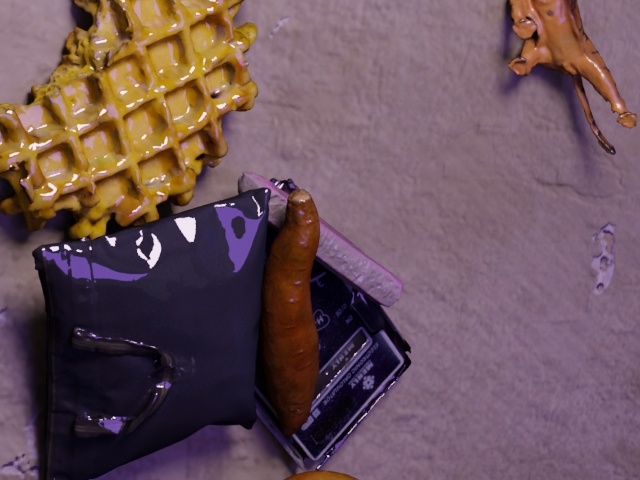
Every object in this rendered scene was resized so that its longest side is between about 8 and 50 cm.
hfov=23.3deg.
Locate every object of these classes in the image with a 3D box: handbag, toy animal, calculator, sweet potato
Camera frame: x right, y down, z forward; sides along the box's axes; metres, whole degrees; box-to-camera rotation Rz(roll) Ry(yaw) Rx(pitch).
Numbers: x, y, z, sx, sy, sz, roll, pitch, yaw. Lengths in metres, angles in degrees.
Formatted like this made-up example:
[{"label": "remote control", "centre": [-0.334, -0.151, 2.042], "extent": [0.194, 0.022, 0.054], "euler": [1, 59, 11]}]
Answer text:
[{"label": "handbag", "centre": [-0.140, 0.086, 1.298], "extent": [0.211, 0.089, 0.254], "euler": [-14, 127, -29]}, {"label": "toy animal", "centre": [0.250, -0.194, 1.561], "extent": [0.116, 0.114, 0.255], "euler": [-81, 158, -54]}, {"label": "calculator", "centre": [-0.023, 0.083, 1.446], "extent": [0.165, 0.028, 0.274], "euler": [-49, 128, -18]}, {"label": "sweet potato", "centre": [-0.029, 0.072, 1.371], "extent": [0.057, 0.057, 0.264], "euler": [-26, 132, -32]}]

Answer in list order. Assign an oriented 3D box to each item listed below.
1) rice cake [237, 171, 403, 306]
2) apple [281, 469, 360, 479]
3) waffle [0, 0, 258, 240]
[{"label": "rice cake", "centre": [0.000, 0.000, 1.391], "extent": [0.207, 0.047, 0.036], "euler": [37, 83, -36]}, {"label": "apple", "centre": [-0.001, 0.331, 1.419], "extent": [0.173, 0.210, 0.234], "euler": [-29, 100, -33]}, {"label": "waffle", "centre": [-0.158, -0.134, 1.247], "extent": [0.260, 0.069, 0.292], "euler": [29, 85, -40]}]
